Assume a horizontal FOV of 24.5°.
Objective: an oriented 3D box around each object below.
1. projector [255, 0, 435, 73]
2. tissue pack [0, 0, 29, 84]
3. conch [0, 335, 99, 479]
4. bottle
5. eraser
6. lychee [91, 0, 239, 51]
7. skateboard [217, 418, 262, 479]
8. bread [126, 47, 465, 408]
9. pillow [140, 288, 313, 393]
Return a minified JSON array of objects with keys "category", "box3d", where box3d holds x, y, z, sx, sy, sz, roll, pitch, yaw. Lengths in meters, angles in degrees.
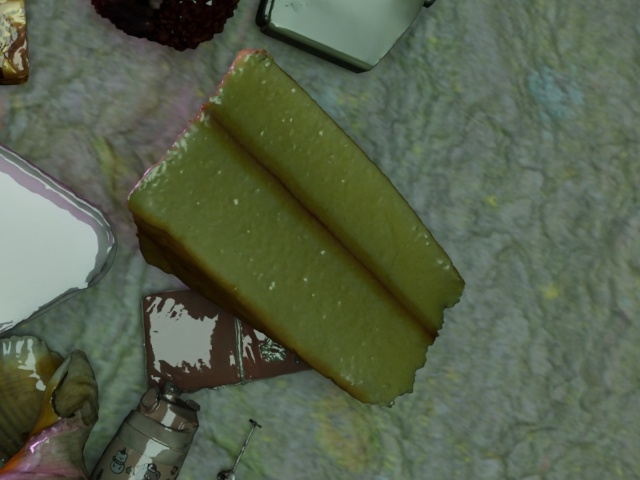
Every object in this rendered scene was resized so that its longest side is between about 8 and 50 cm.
[{"category":"projector","box3d":[0.052,-0.341,1.745,0.193,0.088,0.269,22,86,-12]},{"category":"tissue pack","box3d":[-0.442,-0.262,1.641,0.226,0.092,0.183,-3,90,-13]},{"category":"conch","box3d":[-0.362,0.259,1.616,0.263,0.324,0.186,30,129,-11]},{"category":"bottle","box3d":[-0.192,0.236,1.689,0.099,0.099,0.152,29,87,-10]},{"category":"eraser","box3d":[-0.379,0.003,1.627,0.331,0.150,0.331,0,89,-9]},{"category":"lychee","box3d":[-0.174,-0.312,1.657,0.188,0.188,0.188,0,90,-12]},{"category":"skateboard","box3d":[-0.079,0.259,1.750,0.064,0.032,0.083,24,87,-21]},{"category":"bread","box3d":[0.000,0.000,1.625,0.361,0.245,0.233,35,75,5]},{"category":"pillow","box3d":[-0.097,0.108,1.737,0.232,0.043,0.126,-9,91,-11]}]
